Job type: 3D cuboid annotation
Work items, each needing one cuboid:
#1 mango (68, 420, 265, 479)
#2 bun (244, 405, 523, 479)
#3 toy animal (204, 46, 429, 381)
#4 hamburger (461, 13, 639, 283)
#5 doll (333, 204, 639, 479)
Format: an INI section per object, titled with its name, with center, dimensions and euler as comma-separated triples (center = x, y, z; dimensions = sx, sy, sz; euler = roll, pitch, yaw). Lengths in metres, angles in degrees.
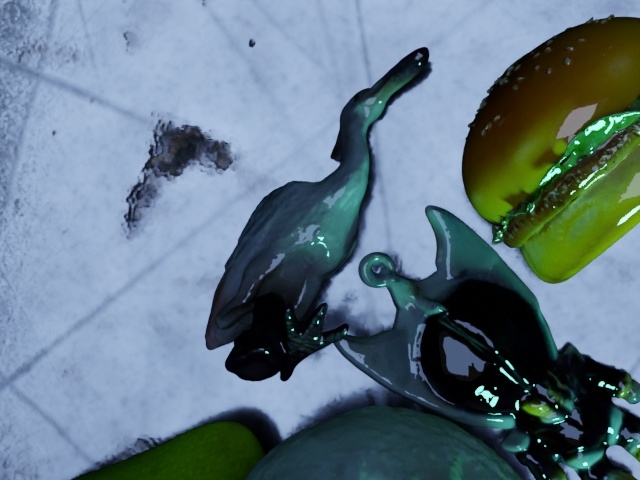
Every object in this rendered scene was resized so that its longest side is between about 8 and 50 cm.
[mango]
center = -0.179, 0.288, 1.625
dimensions = 0.343, 0.156, 0.192
euler = -44, 96, -1
[bun]
center = 0.058, 0.320, 1.537
dimensions = 0.362, 0.211, 0.362
euler = -2, 96, -17
[toy animal]
center = -0.009, -0.007, 1.631
dimensions = 0.090, 0.195, 0.324
euler = 37, 60, -26
[hamburger]
center = 0.224, -0.091, 1.555
dimensions = 0.246, 0.246, 0.170
euler = -44, 84, 3
[doll]
center = 0.163, 0.108, 1.621
dimensions = 0.316, 0.103, 0.145
euler = 37, 105, -3
